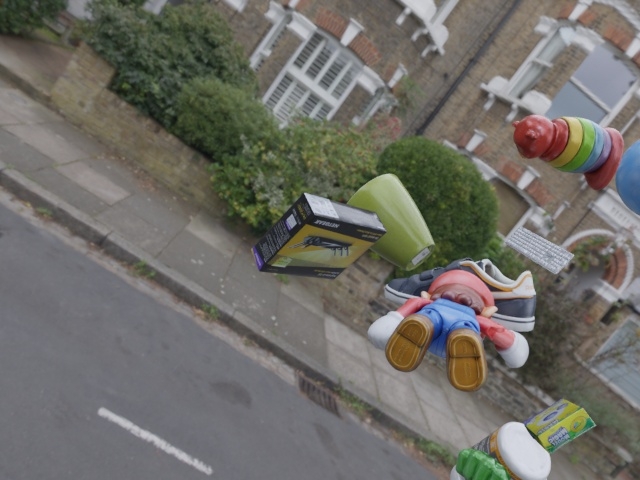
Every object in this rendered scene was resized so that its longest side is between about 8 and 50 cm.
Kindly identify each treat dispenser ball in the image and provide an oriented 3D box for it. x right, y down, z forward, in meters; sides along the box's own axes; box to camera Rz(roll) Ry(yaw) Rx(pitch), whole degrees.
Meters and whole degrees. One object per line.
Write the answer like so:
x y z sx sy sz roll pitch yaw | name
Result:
1.073 -0.199 1.579 0.288 0.288 0.288 35 9 -6 | treat dispenser ball

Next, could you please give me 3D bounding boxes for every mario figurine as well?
0.203 0.161 0.803 0.198 0.170 0.320 51 21 11 | mario figurine

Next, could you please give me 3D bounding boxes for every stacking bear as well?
0.669 -0.268 1.429 0.289 0.164 0.175 10 35 -17 | stacking bear

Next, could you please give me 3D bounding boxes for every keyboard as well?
0.636 0.024 1.509 0.014 0.072 0.256 46 4 -23 | keyboard

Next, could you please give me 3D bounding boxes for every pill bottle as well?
0.497 0.643 1.450 0.162 0.278 0.162 17 42 -16 | pill bottle

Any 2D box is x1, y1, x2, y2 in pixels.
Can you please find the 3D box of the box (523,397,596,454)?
0.474 0.370 1.025 0.043 0.105 0.179 57 3 13 | box

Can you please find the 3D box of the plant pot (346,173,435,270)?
0.267 -0.042 1.856 0.293 0.275 0.275 51 14 26 | plant pot

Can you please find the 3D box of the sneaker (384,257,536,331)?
0.291 0.095 1.090 0.321 0.127 0.126 9 8 32 | sneaker

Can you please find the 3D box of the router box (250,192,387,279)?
0.000 0.000 1.432 0.309 0.243 0.081 10 45 -46 | router box

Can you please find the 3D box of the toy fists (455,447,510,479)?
0.435 0.594 1.187 0.279 0.096 0.142 39 -7 38 | toy fists
